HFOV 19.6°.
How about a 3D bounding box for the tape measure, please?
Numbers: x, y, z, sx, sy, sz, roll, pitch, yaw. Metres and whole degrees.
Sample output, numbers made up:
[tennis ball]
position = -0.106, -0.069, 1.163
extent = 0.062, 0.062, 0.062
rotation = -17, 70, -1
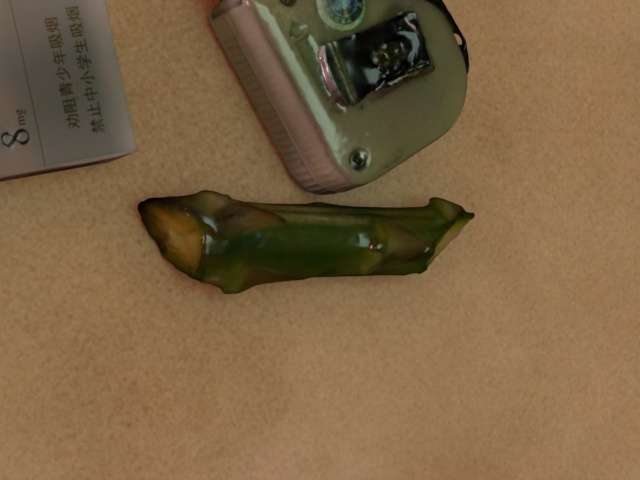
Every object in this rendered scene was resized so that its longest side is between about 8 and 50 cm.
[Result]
[tape measure]
position = 0.026, -0.180, 1.674
extent = 0.207, 0.115, 0.235
rotation = -33, 100, -25

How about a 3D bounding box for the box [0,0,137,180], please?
[box]
position = -0.285, -0.122, 1.523
extent = 0.242, 0.067, 0.155
rotation = -11, 88, -30

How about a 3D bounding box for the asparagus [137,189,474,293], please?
[asparagus]
position = 0.001, -0.001, 1.662
extent = 0.343, 0.082, 0.085
rotation = 3, 47, -29
